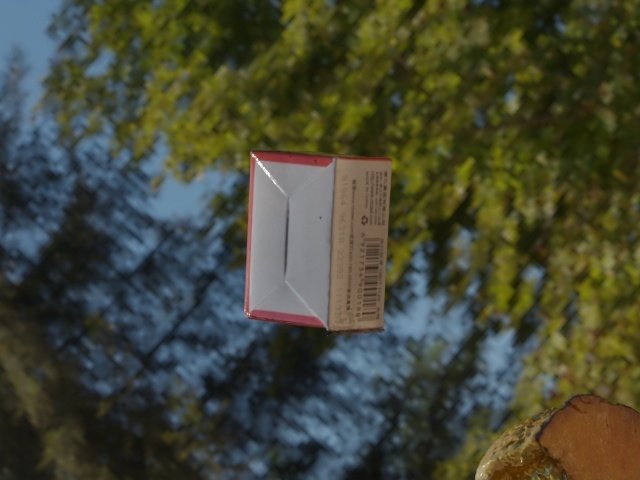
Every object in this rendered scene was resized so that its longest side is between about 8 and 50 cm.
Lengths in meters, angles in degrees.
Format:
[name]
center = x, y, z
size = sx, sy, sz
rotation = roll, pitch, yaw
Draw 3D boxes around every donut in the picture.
[donut]
center = 0.396, 0.457, 2.509
size = 0.378, 0.435, 0.163
rotation = 11, -19, -41

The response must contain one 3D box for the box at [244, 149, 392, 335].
[box]
center = 0.000, 0.000, 1.715
size = 0.099, 0.133, 0.182
rotation = -2, -86, -44
